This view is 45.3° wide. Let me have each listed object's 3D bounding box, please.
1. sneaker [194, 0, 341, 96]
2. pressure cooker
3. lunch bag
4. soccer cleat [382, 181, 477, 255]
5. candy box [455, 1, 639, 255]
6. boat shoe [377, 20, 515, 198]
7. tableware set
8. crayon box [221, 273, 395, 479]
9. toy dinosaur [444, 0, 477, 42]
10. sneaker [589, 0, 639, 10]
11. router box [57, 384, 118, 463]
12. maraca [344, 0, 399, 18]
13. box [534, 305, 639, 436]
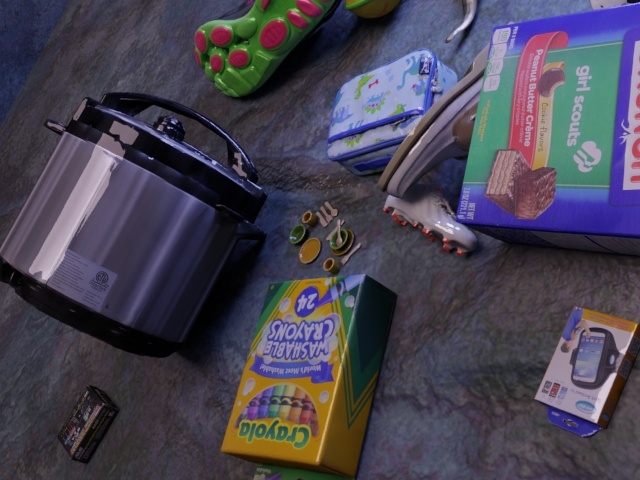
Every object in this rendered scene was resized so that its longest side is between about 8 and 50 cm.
[{"bbox_3d":[-0.090,-0.453,1.606,0.483,0.185,0.202,-22,12,45],"label":"sneaker"},{"bbox_3d":[-0.318,-0.044,1.366,0.376,0.370,0.420,24,86,48],"label":"pressure cooker"},{"bbox_3d":[0.113,-0.202,1.249,0.219,0.090,0.176,-10,60,44],"label":"lunch bag"},{"bbox_3d":[0.163,-0.042,1.103,0.076,0.068,0.196,-53,36,-1],"label":"soccer cleat"},{"bbox_3d":[0.335,-0.124,0.892,0.317,0.122,0.268,6,83,48],"label":"candy box"},{"bbox_3d":[0.208,-0.165,1.082,0.302,0.103,0.113,-48,-4,3],"label":"boat shoe"},{"bbox_3d":[0.000,0.000,1.276,0.104,0.024,0.154,-48,40,11],"label":"tableware set"},{"bbox_3d":[-0.023,0.214,1.102,0.203,0.083,0.322,-8,59,43],"label":"crayon box"},{"bbox_3d":[0.268,-0.457,1.291,0.118,0.064,0.268,-22,51,44],"label":"toy dinosaur"},{"bbox_3d":[0.434,-0.311,0.985,0.146,0.122,0.330,-58,36,28],"label":"sneaker"},{"bbox_3d":[-0.453,0.356,1.488,0.092,0.038,0.122,25,84,52],"label":"router box"},{"bbox_3d":[0.106,-0.481,1.450,0.127,0.099,0.185,-18,26,26],"label":"maraca"},{"bbox_3d":[0.298,0.147,0.857,0.081,0.028,0.136,15,74,50],"label":"box"}]
